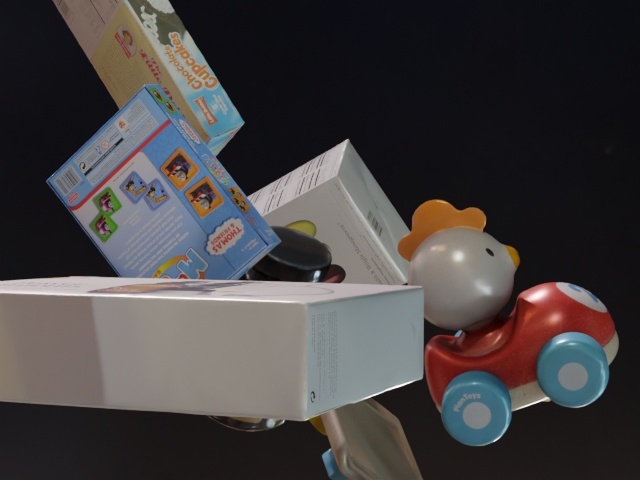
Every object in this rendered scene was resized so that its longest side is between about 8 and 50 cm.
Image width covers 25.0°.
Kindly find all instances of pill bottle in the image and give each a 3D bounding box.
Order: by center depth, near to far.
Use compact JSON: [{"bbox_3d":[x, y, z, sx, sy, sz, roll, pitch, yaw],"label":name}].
[{"bbox_3d":[-0.064,0.100,1.654,0.123,0.123,0.219,37,-60,33],"label":"pill bottle"}]

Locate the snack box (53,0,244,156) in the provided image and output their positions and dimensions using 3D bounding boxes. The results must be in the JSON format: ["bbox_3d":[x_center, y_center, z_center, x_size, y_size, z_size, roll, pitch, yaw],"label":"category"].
[{"bbox_3d":[-0.234,-0.243,1.912,0.322,0.060,0.187,58,-29,4],"label":"snack box"}]

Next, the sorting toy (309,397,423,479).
[{"bbox_3d":[0.041,0.206,1.429,0.196,0.047,0.347,46,14,-36],"label":"sorting toy"}]

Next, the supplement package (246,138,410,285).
[{"bbox_3d":[0.000,0.000,2.110,0.194,0.203,0.149,55,20,-16],"label":"supplement package"}]

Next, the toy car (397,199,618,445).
[{"bbox_3d":[0.183,0.058,1.541,0.238,0.210,0.219,64,13,-9],"label":"toy car"}]

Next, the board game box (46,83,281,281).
[{"bbox_3d":[-0.165,-0.031,1.504,0.211,0.160,0.039,52,21,8],"label":"board game box"}]

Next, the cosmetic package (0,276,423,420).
[{"bbox_3d":[-0.131,0.083,1.246,0.377,0.097,0.284,1,-1,21],"label":"cosmetic package"}]

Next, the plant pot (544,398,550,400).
[{"bbox_3d":[0.316,0.156,2.126,0.134,0.095,0.134,32,18,-12],"label":"plant pot"}]
